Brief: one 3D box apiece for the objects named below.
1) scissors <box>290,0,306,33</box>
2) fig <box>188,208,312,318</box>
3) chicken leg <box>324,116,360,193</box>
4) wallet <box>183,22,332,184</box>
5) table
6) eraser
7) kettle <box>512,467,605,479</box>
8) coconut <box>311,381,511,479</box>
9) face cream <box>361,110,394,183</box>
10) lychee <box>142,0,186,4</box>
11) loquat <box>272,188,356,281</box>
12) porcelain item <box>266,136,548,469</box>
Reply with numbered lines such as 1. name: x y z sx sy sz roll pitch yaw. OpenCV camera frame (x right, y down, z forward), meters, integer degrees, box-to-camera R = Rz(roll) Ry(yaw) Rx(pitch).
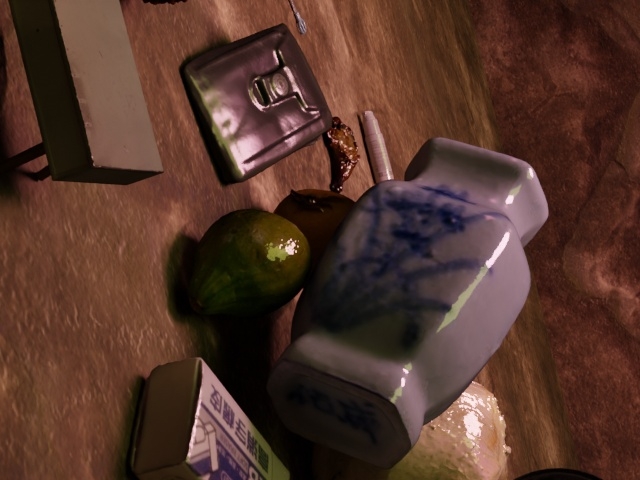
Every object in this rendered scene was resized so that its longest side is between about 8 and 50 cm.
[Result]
1. scissors: -0.041 -0.373 1.905 0.036 0.006 0.083 -70 140 -63
2. fig: -0.083 0.036 1.276 0.123 0.123 0.156 66 32 -21
3. chicken leg: 0.032 -0.135 1.870 0.062 0.037 0.145 16 56 -42
4. wallet: -0.075 -0.178 1.512 0.245 0.052 0.168 -36 108 -53
5. table: -0.236 -0.159 1.006 0.121 0.111 0.240 0 74 -70
6. eraser: -0.099 0.224 1.143 0.124 0.068 0.210 -88 155 -45
7. kettle: 0.301 0.450 1.422 0.308 0.203 0.262 61 35 -55
8. coconut: 0.120 0.256 1.440 0.230 0.227 0.227 18 44 -16
9. face cream: 0.098 -0.166 2.082 0.034 0.034 0.130 3 72 -70
10. lychee: -0.162 -0.342 1.261 0.194 0.194 0.194 -17 90 -71
11. loquat: 0.000 0.000 1.517 0.141 0.141 0.141 -17 90 -71
12. porcelain item: 0.106 0.057 1.349 0.405 0.242 0.178 -53 154 -41
